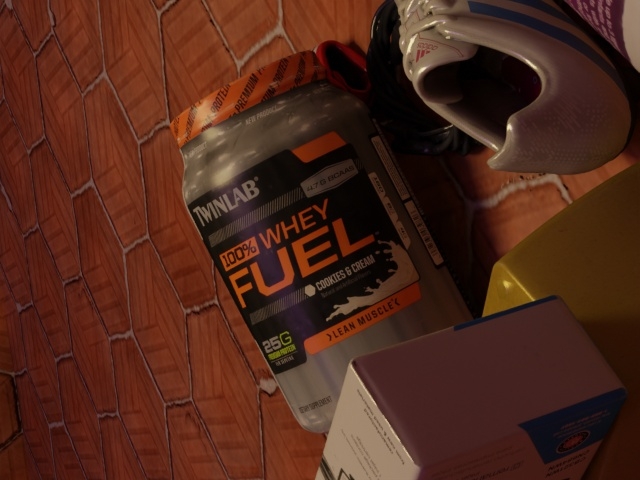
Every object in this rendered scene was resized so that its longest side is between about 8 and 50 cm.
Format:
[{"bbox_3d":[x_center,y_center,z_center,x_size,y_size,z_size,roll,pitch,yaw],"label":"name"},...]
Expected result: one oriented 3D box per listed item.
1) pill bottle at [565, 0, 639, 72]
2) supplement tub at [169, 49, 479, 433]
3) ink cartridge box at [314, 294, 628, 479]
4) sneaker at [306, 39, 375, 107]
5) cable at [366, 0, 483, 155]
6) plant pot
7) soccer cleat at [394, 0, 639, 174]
[{"bbox_3d":[0.215,-0.189,0.848,0.301,0.169,0.169,55,149,39],"label":"pill bottle"},{"bbox_3d":[0.000,0.000,1.327,0.316,0.193,0.193,62,155,1],"label":"supplement tub"},{"bbox_3d":[0.080,0.143,0.892,0.086,0.148,0.203,56,150,33],"label":"ink cartridge box"},{"bbox_3d":[0.018,-0.092,1.435,0.221,0.087,0.128,71,157,8],"label":"sneaker"},{"bbox_3d":[0.098,-0.148,1.289,0.184,0.047,0.150,-171,74,-67],"label":"cable"},{"bbox_3d":[0.218,0.086,0.973,0.212,0.187,0.212,53,148,42],"label":"plant pot"},{"bbox_3d":[0.108,-0.171,1.114,0.331,0.143,0.116,54,142,38],"label":"soccer cleat"}]
